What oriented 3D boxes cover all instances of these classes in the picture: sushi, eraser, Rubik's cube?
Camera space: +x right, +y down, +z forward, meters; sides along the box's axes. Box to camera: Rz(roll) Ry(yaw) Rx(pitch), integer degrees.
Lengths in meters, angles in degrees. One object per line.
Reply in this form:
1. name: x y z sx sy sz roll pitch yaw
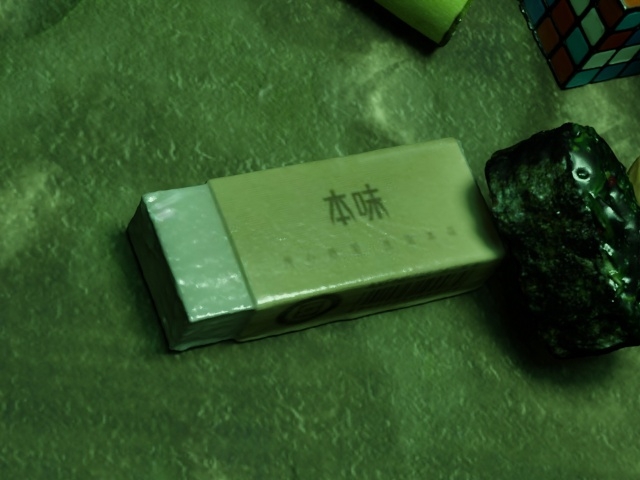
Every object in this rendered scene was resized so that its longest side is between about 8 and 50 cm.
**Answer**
1. sushi: 0.249 0.000 1.805 0.225 0.127 0.124 69 24 -7
2. eraser: 0.000 0.000 1.780 0.343 0.078 0.144 -12 67 -27
3. Rubik's cube: 0.316 -0.275 2.015 0.151 0.154 0.155 -13 69 -29

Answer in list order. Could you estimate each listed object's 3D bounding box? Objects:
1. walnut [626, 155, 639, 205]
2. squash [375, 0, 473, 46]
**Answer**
1. walnut: 0.402 -0.009 1.888 0.193 0.193 0.226 -27 75 -32
2. squash: 0.062 -0.321 1.956 0.247 0.132 0.132 33 55 1
